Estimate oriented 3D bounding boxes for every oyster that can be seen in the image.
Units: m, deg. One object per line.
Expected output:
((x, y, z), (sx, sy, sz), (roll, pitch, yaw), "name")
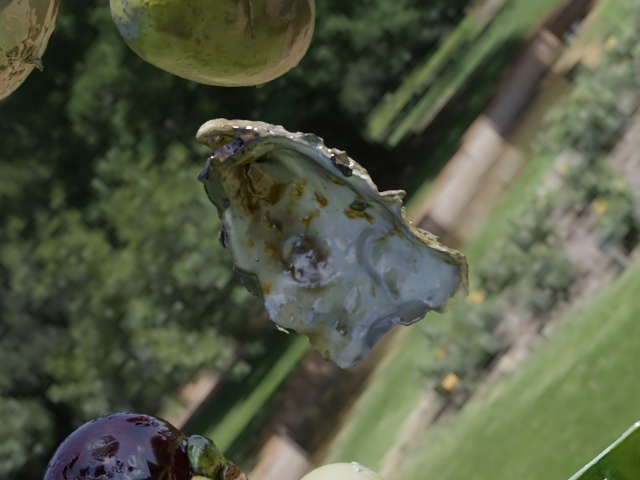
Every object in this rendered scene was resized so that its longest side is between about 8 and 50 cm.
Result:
((-0.001, -0.010, 1.005), (0.103, 0.148, 0.051), (-33, 17, 20), "oyster")

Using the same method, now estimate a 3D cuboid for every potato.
((-0.109, -0.242, 2.049), (0.143, 0.169, 0.248), (-12, -10, 42), "potato")

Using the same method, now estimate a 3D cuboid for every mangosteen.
((-0.138, 0.219, 1.636), (0.180, 0.166, 0.166), (-9, 17, 15), "mangosteen")

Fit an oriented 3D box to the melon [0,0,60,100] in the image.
((-0.346, -0.225, 1.579), (0.223, 0.317, 0.223), (-47, -15, -16), "melon")

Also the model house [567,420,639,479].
((0.397, 0.413, 2.113), (0.242, 0.358, 0.313), (-40, 30, 1), "model house")

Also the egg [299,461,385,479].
((0.024, 0.320, 1.978), (0.164, 0.164, 0.202), (135, 136, -62), "egg")
